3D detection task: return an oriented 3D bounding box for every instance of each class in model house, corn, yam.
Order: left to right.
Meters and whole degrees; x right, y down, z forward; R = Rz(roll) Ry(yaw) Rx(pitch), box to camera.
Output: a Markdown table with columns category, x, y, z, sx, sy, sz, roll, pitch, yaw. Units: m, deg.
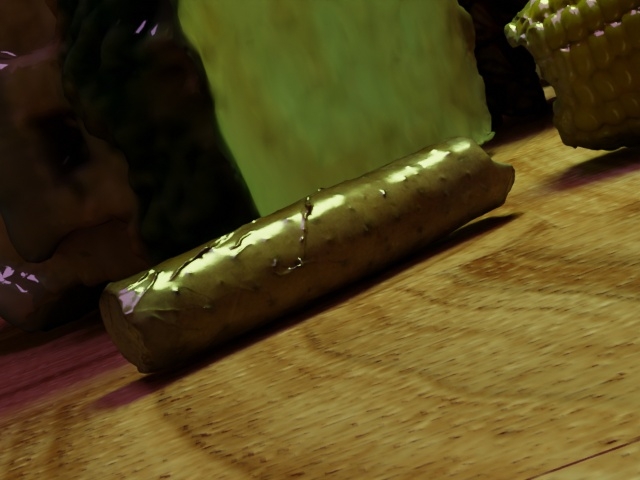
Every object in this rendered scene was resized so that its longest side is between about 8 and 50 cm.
| category | x | y | z | sx | sy | sz | roll | pitch | yaw |
| --- | --- | --- | --- | --- | --- | --- | --- | --- | --- |
| model house | -0.171 | -0.179 | 1.029 | 0.400 | 0.445 | 0.395 | -13 | 11 | 31 |
| yam | 0.000 | 0.000 | 0.756 | 0.241 | 0.056 | 0.057 | -23 | 8 | -33 |
| corn | 0.273 | -0.144 | 0.841 | 0.344 | 0.131 | 0.131 | -21 | 7 | 11 |

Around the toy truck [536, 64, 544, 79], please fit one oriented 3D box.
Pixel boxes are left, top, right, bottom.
| category | x | y | z | sx | sy | sz | roll | pitch | yaw |
| --- | --- | --- | --- | --- | --- | --- | --- | --- | --- |
| toy truck | 0.298 | -0.289 | 1.623 | 0.363 | 0.176 | 0.178 | -23 | 48 | -31 |

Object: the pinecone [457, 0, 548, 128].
| category | x | y | z | sx | sy | sz | roll | pitch | yaw |
| --- | --- | --- | --- | --- | --- | --- | --- | --- | --- |
| pinecone | 0.111 | -0.226 | 1.254 | 0.298 | 0.296 | 0.242 | 27 | 48 | 32 |
